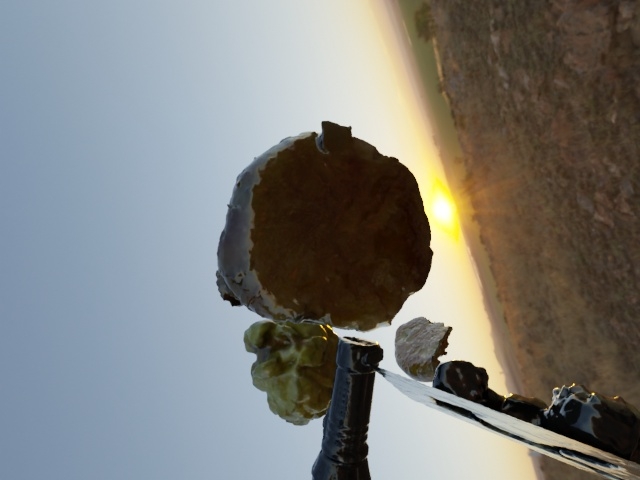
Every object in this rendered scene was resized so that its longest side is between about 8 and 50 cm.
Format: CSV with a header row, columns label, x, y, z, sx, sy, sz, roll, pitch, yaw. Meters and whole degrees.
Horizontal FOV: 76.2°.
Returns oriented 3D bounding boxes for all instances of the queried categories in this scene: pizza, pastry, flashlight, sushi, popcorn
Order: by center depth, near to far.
label,x,y,z,sx,sy,sz,roll,pitch,yaw
sushi,0.184,0.129,0.279,0.043,0.280,0.192,-66,-32,-19
pastry,0.000,0.000,0.422,0.218,0.229,0.100,64,166,0
flashlight,0.041,0.259,0.607,0.093,0.093,0.231,9,-93,-70
pizza,0.221,0.234,0.892,0.056,0.134,0.271,41,170,-5
popcorn,-0.052,0.295,0.966,0.242,0.235,0.250,-15,-118,-32
